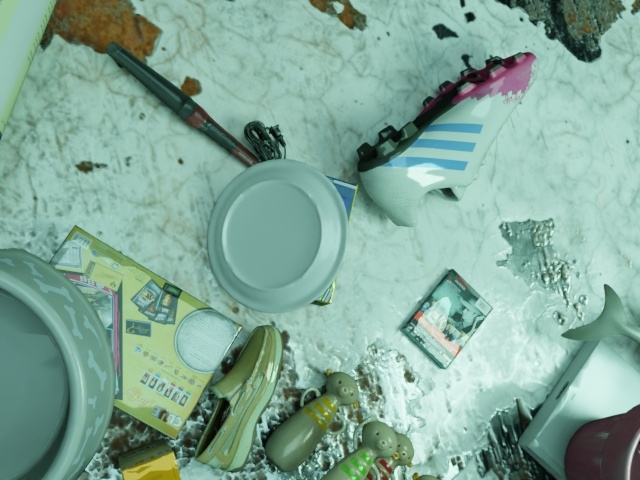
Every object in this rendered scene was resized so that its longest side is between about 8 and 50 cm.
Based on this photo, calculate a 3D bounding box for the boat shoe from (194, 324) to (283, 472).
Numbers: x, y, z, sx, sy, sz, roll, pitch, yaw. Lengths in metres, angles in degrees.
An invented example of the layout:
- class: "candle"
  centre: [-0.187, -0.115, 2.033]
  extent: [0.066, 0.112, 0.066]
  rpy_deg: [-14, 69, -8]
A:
- class: "boat shoe"
  centre: [-0.105, 0.191, 0.924]
  extent: [0.072, 0.068, 0.189]
  rpy_deg: [24, 75, -29]

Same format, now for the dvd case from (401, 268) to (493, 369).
- class: "dvd case"
  centre: [0.183, 0.112, 1.059]
  extent: [0.087, 0.013, 0.119]
  rpy_deg: [43, 74, -6]

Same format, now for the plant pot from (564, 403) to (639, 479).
- class: "plant pot"
  centre: [0.428, 0.306, 0.971]
  extent: [0.201, 0.180, 0.201]
  rpy_deg: [2, 81, -15]

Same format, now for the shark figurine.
- class: "shark figurine"
  centre: [0.498, 0.161, 1.073]
  extent: [0.278, 0.116, 0.166]
  rpy_deg: [3, 37, -32]

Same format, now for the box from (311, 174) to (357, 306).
- class: "box"
  centre: [0.000, 0.000, 1.001]
  extent: [0.059, 0.054, 0.168]
  rpy_deg: [16, 77, -14]

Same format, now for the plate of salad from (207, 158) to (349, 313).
- class: "plate of salad"
  centre: [-0.054, -0.005, 0.954]
  extent: [0.200, 0.048, 0.199]
  rpy_deg: [-3, 83, 22]

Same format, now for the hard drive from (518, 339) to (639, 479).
- class: "hard drive"
  centre: [0.461, 0.321, 1.095]
  extent: [0.307, 0.040, 0.203]
  rpy_deg: [43, 73, -6]

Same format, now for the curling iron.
- class: "curling iron"
  centre: [-0.164, -0.180, 0.991]
  extent: [0.274, 0.035, 0.068]
  rpy_deg: [31, 70, -11]

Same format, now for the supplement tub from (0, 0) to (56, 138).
- class: "supplement tub"
  centre: [-0.431, -0.260, 0.818]
  extent: [0.236, 0.235, 0.324]
  rpy_deg: [19, 76, -13]

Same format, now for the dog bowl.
- class: "dog bowl"
  centre: [-0.406, 0.168, 0.799]
  extent: [0.349, 0.102, 0.348]
  rpy_deg: [0, 89, -10]

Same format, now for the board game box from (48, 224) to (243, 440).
- class: "board game box"
  centre: [-0.243, 0.115, 0.917]
  extent: [0.243, 0.042, 0.165]
  rpy_deg: [33, 74, -9]

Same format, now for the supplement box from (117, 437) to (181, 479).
- class: "supplement box"
  centre: [-0.204, 0.267, 0.874]
  extent: [0.062, 0.098, 0.036]
  rpy_deg: [-17, 90, -19]

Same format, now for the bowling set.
- class: "bowling set"
  centre: [0.086, 0.305, 0.910]
  extent: [0.154, 0.200, 0.287]
  rpy_deg: [-44, 99, -19]

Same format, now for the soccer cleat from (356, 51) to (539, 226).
- class: "soccer cleat"
  centre: [0.198, -0.145, 1.065]
  extent: [0.331, 0.116, 0.143]
  rpy_deg: [-36, 109, -16]
